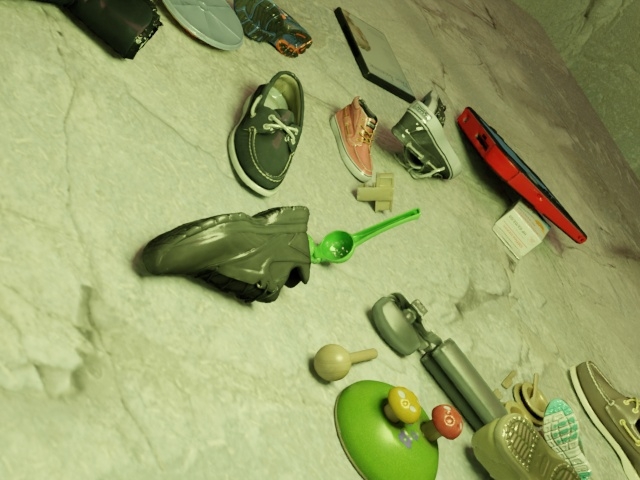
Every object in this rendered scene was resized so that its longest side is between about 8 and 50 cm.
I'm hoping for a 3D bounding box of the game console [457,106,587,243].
[{"bbox_3d":[0.509,-0.177,2.287,0.342,0.060,0.386,36,18,-22],"label":"game console"}]

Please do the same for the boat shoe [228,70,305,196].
[{"bbox_3d":[-0.082,-0.192,1.519,0.114,0.091,0.302,33,32,-27],"label":"boat shoe"}]

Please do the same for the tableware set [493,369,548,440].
[{"bbox_3d":[0.371,0.304,1.602,0.128,0.039,0.194,54,28,9],"label":"tableware set"}]

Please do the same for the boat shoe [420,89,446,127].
[{"bbox_3d":[0.268,-0.298,2.167,0.076,0.080,0.228,43,21,-8],"label":"boat shoe"}]

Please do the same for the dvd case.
[{"bbox_3d":[0.135,-0.461,2.229,0.180,0.022,0.253,20,40,-43],"label":"dvd case"}]

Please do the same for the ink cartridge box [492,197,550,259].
[{"bbox_3d":[0.482,-0.031,2.146,0.104,0.061,0.181,49,28,3],"label":"ink cartridge box"}]

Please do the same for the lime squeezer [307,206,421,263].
[{"bbox_3d":[0.000,0.000,1.402,0.311,0.110,0.058,-3,69,-19],"label":"lime squeezer"}]

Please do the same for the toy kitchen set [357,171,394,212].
[{"bbox_3d":[0.101,-0.106,1.705,0.068,0.083,0.075,-1,40,-1],"label":"toy kitchen set"}]

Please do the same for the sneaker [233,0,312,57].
[{"bbox_3d":[-0.109,-0.446,1.816,0.087,0.083,0.221,55,14,31],"label":"sneaker"}]

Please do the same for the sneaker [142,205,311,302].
[{"bbox_3d":[-0.108,0.026,1.207,0.286,0.109,0.130,-9,87,-45],"label":"sneaker"}]

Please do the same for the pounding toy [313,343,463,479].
[{"bbox_3d":[0.111,0.232,1.252,0.183,0.110,0.236,4,52,-53],"label":"pounding toy"}]

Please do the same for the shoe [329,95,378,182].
[{"bbox_3d":[0.079,-0.203,1.771,0.063,0.081,0.178,19,40,-43],"label":"shoe"}]

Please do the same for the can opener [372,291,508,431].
[{"bbox_3d":[0.188,0.200,1.461,0.093,0.074,0.280,-39,86,-27],"label":"can opener"}]

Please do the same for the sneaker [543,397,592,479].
[{"bbox_3d":[0.429,0.346,1.587,0.076,0.065,0.166,-77,151,-69],"label":"sneaker"}]

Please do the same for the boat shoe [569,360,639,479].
[{"bbox_3d":[0.625,0.375,1.810,0.117,0.097,0.324,5,51,-52],"label":"boat shoe"}]

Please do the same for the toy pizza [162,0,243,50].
[{"bbox_3d":[-0.227,-0.425,1.665,0.201,0.032,0.201,34,33,-26],"label":"toy pizza"}]

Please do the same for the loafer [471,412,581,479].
[{"bbox_3d":[0.329,0.371,1.408,0.268,0.092,0.102,55,53,-20],"label":"loafer"}]

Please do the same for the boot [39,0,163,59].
[{"bbox_3d":[-0.351,-0.359,1.342,0.207,0.094,0.246,40,23,-8],"label":"boot"}]

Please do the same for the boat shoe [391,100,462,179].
[{"bbox_3d":[0.222,-0.187,1.927,0.113,0.105,0.306,48,2,21],"label":"boat shoe"}]
